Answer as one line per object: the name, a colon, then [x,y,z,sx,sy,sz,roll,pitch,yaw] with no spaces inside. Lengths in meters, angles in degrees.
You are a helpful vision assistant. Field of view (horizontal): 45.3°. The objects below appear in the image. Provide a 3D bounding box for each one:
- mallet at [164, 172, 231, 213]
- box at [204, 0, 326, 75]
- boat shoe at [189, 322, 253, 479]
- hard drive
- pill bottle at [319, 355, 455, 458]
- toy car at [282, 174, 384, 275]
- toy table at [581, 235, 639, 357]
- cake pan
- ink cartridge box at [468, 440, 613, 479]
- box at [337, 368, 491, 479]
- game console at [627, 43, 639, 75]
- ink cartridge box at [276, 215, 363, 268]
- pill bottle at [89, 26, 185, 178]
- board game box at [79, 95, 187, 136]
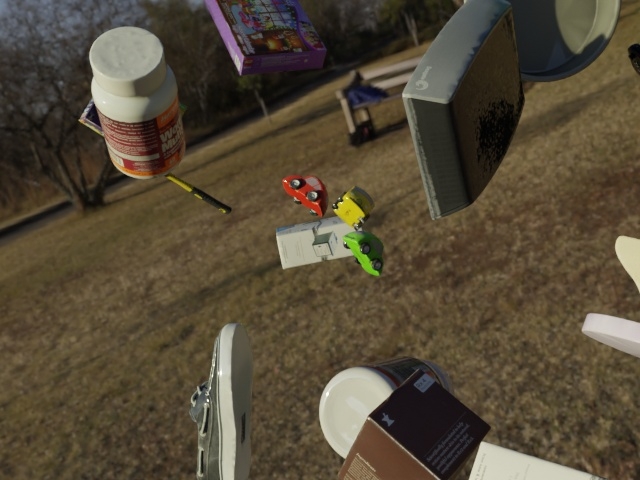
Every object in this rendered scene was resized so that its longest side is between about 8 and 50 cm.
mallet: [-0.244,-0.095,1.382,0.062,0.189,0.039,-9,56,41]
box: [-0.133,-0.503,1.770,0.201,0.293,0.057,-11,-35,-23]
boat shoe: [-0.178,0.287,1.332,0.102,0.301,0.108,5,15,14]
hard drive: [0.171,-0.157,0.858,0.054,0.172,0.255,3,39,30]
pill bottle: [0.170,0.378,1.777,0.210,0.210,0.363,-12,-7,29]
toy car: [0.055,-0.029,1.385,0.053,0.225,0.239,-46,33,-16]
toy table: [0.518,0.097,1.049,0.274,0.161,0.252,18,-7,23]
cake pan: [0.390,-0.430,1.373,0.293,0.293,0.054,-19,9,-5]
ink cartridge box: [0.271,0.287,0.771,0.218,0.092,0.158,11,-17,34]
box: [0.164,0.380,1.377,0.168,0.167,0.203,-32,-28,-41]
game console: [0.722,-0.247,1.471,0.044,0.361,0.213,-35,-35,3]
ink cartridge box: [0.000,0.000,1.739,0.190,0.082,0.139,-13,9,-2]
pill bottle: [-0.268,-0.198,1.132,0.121,0.121,0.221,-21,-26,-16]
board game box: [-0.376,-0.257,1.551,0.048,0.170,0.141,1,63,56]
